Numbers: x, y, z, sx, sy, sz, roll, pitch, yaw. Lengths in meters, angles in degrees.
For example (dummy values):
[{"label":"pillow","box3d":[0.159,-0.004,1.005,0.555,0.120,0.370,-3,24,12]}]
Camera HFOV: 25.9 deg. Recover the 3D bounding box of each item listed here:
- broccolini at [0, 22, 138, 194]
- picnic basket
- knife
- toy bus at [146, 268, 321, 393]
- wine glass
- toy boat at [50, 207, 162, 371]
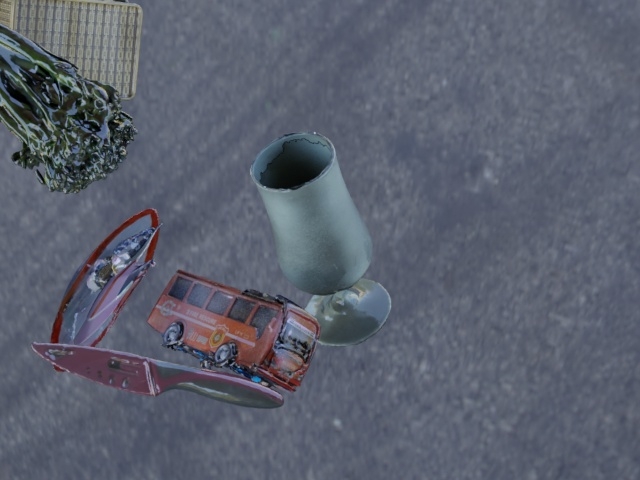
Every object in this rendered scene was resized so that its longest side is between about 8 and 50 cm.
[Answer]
[{"label":"broccolini","box3d":[-0.210,-0.118,0.959,0.202,0.091,0.068,47,27,9]},{"label":"picnic basket","box3d":[-0.281,-0.214,1.521,0.164,0.115,0.079,0,13,-32]},{"label":"knife","box3d":[-0.147,0.126,1.274,0.247,0.018,0.035,14,97,-22]},{"label":"toy bus","box3d":[-0.093,0.094,1.447,0.235,0.073,0.096,12,73,52]},{"label":"wine glass","box3d":[0.000,0.000,1.443,0.103,0.231,0.103,-11,44,11]},{"label":"toy boat","box3d":[-0.252,0.075,1.639,0.072,0.318,0.219,34,100,-16]}]
